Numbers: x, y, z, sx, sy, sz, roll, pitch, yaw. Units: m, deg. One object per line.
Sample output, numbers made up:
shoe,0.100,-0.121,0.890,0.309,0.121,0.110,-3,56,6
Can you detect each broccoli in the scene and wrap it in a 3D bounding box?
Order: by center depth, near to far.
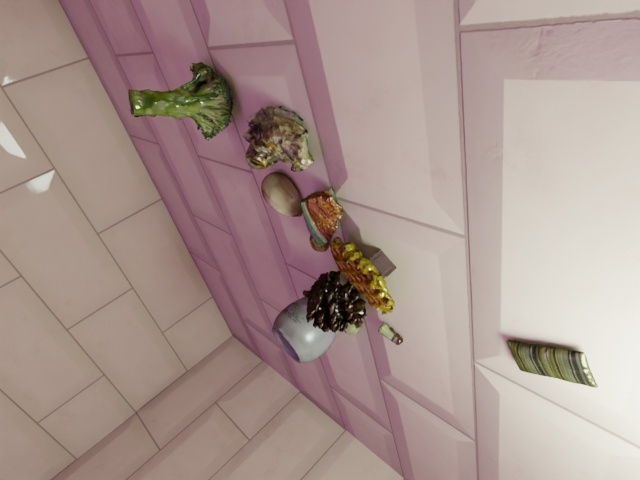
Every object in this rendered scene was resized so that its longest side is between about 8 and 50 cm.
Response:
broccoli,-0.487,-0.511,1.460,0.221,0.361,0.252,43,113,32

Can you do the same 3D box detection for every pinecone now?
pinecone,0.055,0.242,1.620,0.257,0.244,0.243,20,173,-36

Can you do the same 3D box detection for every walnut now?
walnut,0.000,0.000,1.576,0.079,0.082,0.096,-112,4,-68

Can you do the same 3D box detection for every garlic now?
garlic,-0.147,-0.165,1.573,0.207,0.115,0.128,52,146,-5

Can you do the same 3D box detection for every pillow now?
pillow,0.596,0.319,1.078,0.203,0.038,0.113,-7,116,58

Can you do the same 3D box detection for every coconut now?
coconut,0.137,0.372,1.792,0.082,0.081,0.083,-24,86,26

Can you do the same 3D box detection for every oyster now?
oyster,-0.143,-0.318,1.388,0.351,0.114,0.238,29,144,38

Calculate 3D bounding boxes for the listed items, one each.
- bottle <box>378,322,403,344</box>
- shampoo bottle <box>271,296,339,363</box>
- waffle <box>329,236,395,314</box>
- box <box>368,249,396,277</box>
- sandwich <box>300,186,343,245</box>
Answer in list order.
bottle,0.276,0.366,1.610,0.101,0.047,0.063,35,175,22
shampoo bottle,-0.062,0.403,1.918,0.273,0.266,0.273,38,151,25
waffle,0.137,0.118,1.423,0.325,0.068,0.302,41,167,39
box,0.200,0.085,1.393,0.085,0.060,0.063,49,160,7
sandwich,0.022,-0.087,1.429,0.159,0.109,0.185,-12,111,38
